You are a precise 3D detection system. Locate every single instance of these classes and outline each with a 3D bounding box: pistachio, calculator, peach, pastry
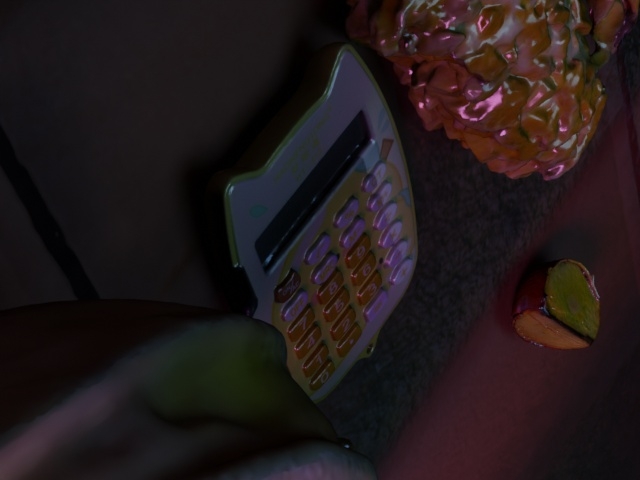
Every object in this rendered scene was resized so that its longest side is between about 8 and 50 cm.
[{"bbox_3d":[-0.159,0.202,0.552,0.445,0.281,0.365,-38,163,-28],"label":"pistachio"},{"bbox_3d":[0.000,0.000,0.889,0.157,0.033,0.236,-52,145,-25],"label":"calculator"},{"bbox_3d":[0.176,0.053,1.141,0.083,0.050,0.077,-35,110,-53],"label":"peach"},{"bbox_3d":[0.110,-0.133,0.906,0.250,0.102,0.154,33,83,-54],"label":"pastry"}]

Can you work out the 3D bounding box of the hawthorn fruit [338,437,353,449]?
[{"bbox_3d":[-0.019,0.205,0.858,0.169,0.169,0.188,18,93,-56],"label":"hawthorn fruit"}]
